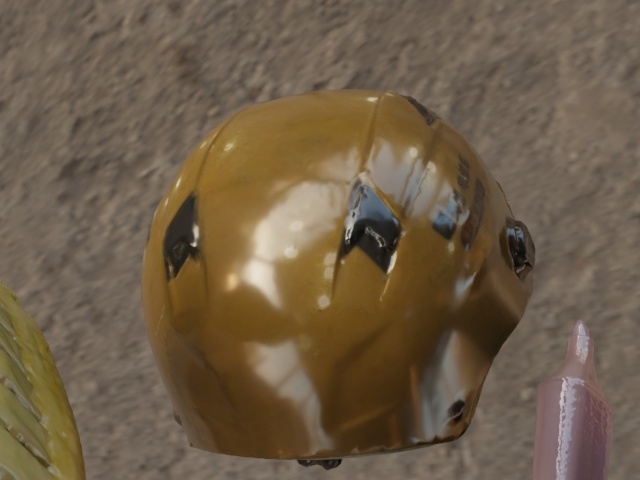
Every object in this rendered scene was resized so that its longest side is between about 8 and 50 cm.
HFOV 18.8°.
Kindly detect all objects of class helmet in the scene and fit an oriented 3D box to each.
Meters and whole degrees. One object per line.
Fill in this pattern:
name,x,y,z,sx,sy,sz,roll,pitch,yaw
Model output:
helmet,0.000,0.000,0.951,0.198,0.130,0.224,0,49,17

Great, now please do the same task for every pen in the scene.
pen,0.139,0.129,1.078,0.053,0.032,0.197,40,47,-37

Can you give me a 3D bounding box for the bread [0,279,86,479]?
bread,-0.167,0.076,0.729,0.140,0.236,0.106,-35,128,3
